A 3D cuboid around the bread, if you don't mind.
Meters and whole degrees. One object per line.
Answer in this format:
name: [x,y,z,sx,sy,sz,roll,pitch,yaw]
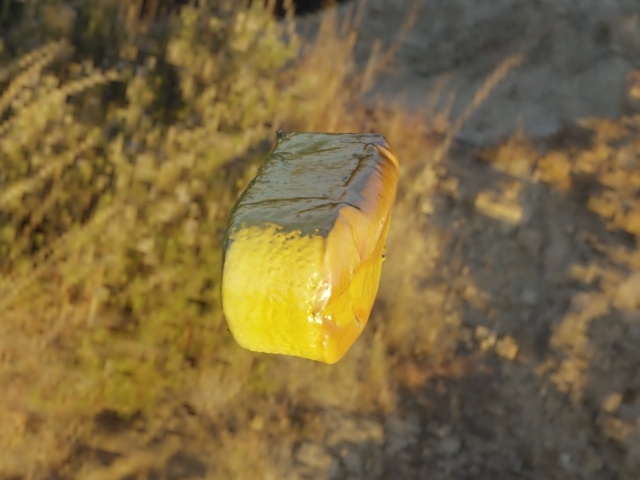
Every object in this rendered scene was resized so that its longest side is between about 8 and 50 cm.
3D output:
bread: [0.000,0.000,1.214,0.094,0.102,0.245,2,20,9]
